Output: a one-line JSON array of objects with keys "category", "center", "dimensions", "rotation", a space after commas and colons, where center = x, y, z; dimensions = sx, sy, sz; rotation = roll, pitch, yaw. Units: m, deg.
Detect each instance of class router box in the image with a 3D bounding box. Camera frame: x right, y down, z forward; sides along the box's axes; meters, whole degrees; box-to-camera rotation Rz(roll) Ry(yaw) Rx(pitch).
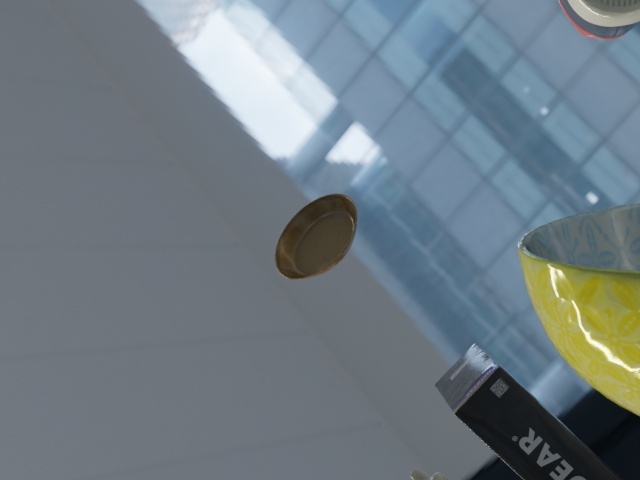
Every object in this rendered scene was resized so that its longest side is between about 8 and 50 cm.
[{"category": "router box", "center": [0.282, 0.267, 1.831], "dimensions": [0.309, 0.081, 0.243], "rotation": [44, -179, -3]}]

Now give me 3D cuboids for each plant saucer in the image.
[{"category": "plant saucer", "center": [0.000, 0.000, 1.230], "dimensions": [0.015, 0.083, 0.083], "rotation": [42, -161, -36]}]

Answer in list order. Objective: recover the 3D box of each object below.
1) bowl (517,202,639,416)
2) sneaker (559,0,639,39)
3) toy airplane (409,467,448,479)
[{"category": "bowl", "center": [0.287, 0.066, 1.053], "dimensions": [0.290, 0.156, 0.289], "rotation": [-5, -169, 1]}, {"category": "sneaker", "center": [0.256, -0.355, 1.437], "dimensions": [0.131, 0.350, 0.148], "rotation": [0, 170, 4]}, {"category": "toy airplane", "center": [0.047, 0.476, 2.142], "dimensions": [0.386, 0.384, 0.272], "rotation": [11, -143, -37]}]
